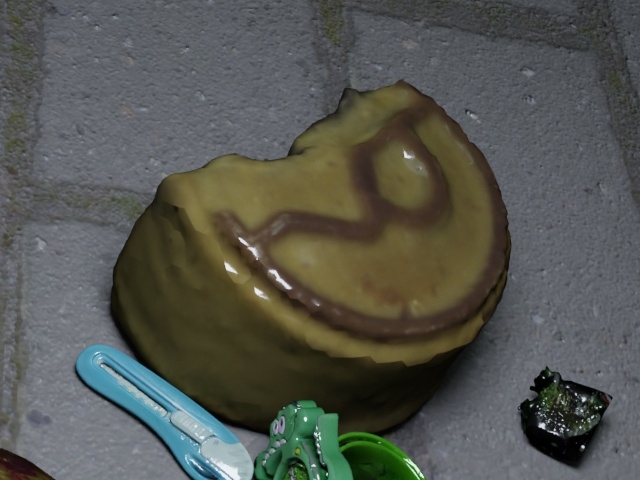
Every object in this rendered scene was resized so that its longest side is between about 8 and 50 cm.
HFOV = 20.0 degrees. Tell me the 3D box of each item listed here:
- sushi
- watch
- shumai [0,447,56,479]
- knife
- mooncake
[{"bbox_3d":[0.259,0.192,1.980,0.084,0.056,0.083,30,51,5],"label":"sushi"},{"bbox_3d":[0.033,0.242,1.791,0.152,0.131,0.165,11,43,-27],"label":"watch"},{"bbox_3d":[-0.295,0.307,1.451,0.309,0.263,0.304,25,27,-8],"label":"shumai"},{"bbox_3d":[-0.157,0.177,1.831,0.222,0.031,0.064,36,63,14],"label":"knife"},{"bbox_3d":[0.000,0.000,1.929,0.393,0.246,0.394,21,46,-12],"label":"mooncake"}]
